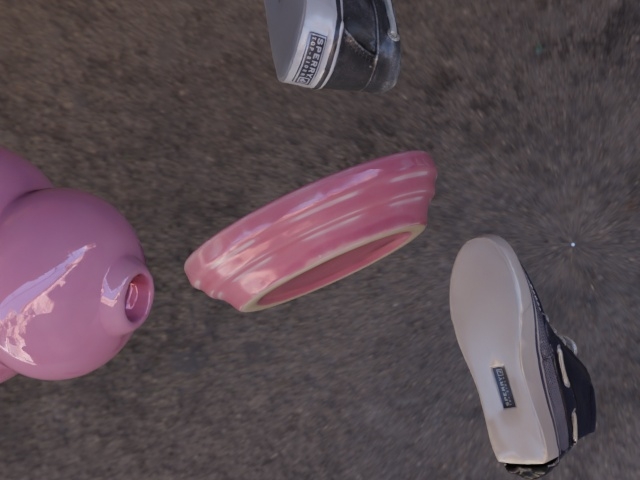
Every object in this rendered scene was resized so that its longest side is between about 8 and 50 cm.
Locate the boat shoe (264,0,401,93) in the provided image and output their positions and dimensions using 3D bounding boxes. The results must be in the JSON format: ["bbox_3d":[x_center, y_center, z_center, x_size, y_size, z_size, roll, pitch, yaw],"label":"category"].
[{"bbox_3d":[0.014,-0.239,1.081,0.105,0.306,0.113,9,131,-18],"label":"boat shoe"}]

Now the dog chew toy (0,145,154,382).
[{"bbox_3d":[-0.269,0.016,0.908,0.332,0.207,0.206,9,92,24],"label":"dog chew toy"}]

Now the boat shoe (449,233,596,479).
[{"bbox_3d":[0.288,0.147,1.808,0.127,0.158,0.340,-6,98,42],"label":"boat shoe"}]

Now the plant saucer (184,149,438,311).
[{"bbox_3d":[0.000,0.000,1.577,0.332,0.332,0.084,-27,81,10],"label":"plant saucer"}]
